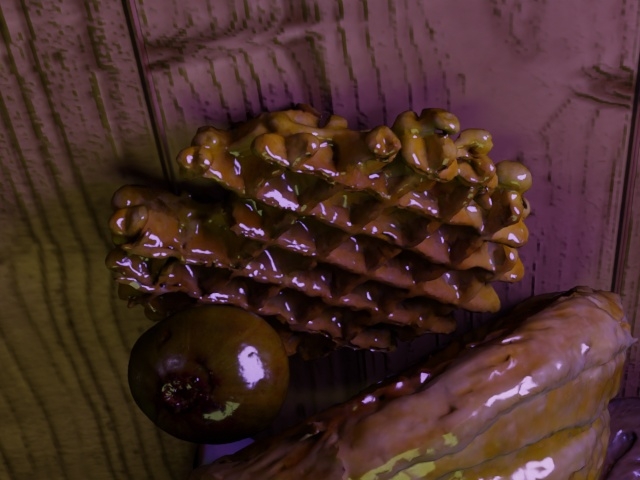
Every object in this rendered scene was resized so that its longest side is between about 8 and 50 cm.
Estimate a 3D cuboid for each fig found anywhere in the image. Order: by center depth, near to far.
[{"bbox_3d":[-0.053,0.069,1.051,0.084,0.082,0.098,-39,178,28],"label":"fig"}]

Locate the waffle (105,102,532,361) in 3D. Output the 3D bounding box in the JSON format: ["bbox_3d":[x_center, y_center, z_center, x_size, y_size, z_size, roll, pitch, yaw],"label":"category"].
[{"bbox_3d":[0.000,0.000,1.047,0.231,0.051,0.228,-6,147,3],"label":"waffle"}]

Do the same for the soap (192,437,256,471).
[{"bbox_3d":[-0.048,0.311,1.276,0.109,0.193,0.324,8,113,-17],"label":"soap"}]

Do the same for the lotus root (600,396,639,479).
[{"bbox_3d":[0.148,0.251,1.255,0.316,0.316,0.250,-5,133,1],"label":"lotus root"}]

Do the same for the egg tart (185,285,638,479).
[{"bbox_3d":[0.057,0.124,1.084,0.290,0.115,0.290,-25,176,-2],"label":"egg tart"}]
